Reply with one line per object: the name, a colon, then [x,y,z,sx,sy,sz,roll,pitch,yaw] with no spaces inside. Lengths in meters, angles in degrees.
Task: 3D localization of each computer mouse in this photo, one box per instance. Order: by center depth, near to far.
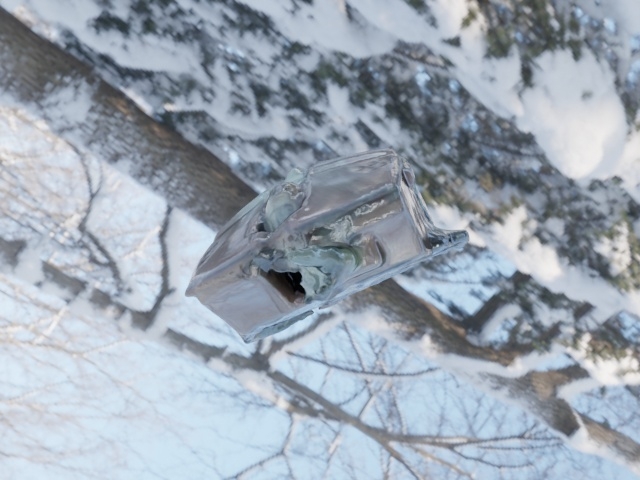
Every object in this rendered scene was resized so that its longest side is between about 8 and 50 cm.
computer mouse: [-0.003,-0.006,0.669,0.199,0.115,0.389,-29,173,9]
